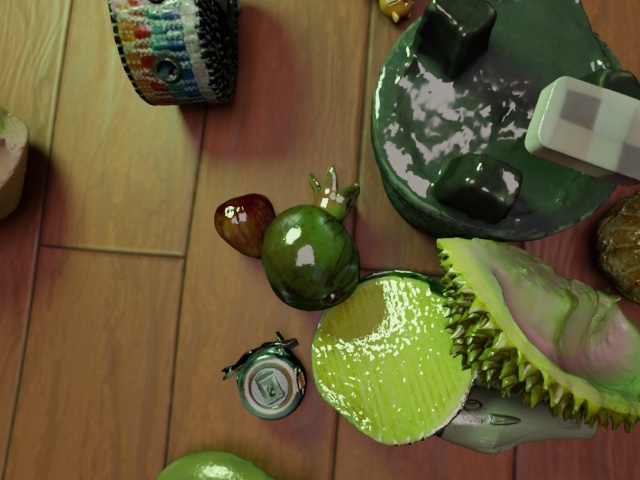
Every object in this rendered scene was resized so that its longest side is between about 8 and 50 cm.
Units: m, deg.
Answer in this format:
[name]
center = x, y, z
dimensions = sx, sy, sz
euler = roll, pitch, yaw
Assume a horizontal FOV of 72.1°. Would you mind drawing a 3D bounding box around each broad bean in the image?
[broad bean]
center = -0.116, 0.389, 0.593
dimensions = 0.263, 0.121, 0.189
euler = 9, 89, 20

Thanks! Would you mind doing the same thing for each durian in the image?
[durian]
center = 0.269, 0.106, 0.486
dimensions = 0.351, 0.158, 0.169
euler = 16, 88, -29

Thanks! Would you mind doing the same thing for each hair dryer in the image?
[hair dryer]
center = 0.270, 0.190, 0.600
dimensions = 0.218, 0.088, 0.225
euler = 25, 72, 0

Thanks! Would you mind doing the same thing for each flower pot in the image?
[flower pot]
center = 0.199, -0.146, 0.522
dimensions = 0.298, 0.283, 0.299
euler = 0, 85, 6

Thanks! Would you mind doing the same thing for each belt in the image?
[belt]
center = -0.195, -0.322, 0.610
dimensions = 0.149, 0.207, 0.258
euler = -1, 92, 2

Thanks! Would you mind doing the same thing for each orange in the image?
[orange]
center = 0.438, 0.007, 0.564
dimensions = 0.156, 0.134, 0.157
euler = 1, 77, -5

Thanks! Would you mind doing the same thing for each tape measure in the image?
[tape measure]
center = -0.065, 0.186, 0.573
dimensions = 0.104, 0.180, 0.107
euler = -31, 82, -15

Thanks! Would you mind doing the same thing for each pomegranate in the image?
[pomegranate]
center = 0.000, 0.000, 0.601
dimensions = 0.131, 0.152, 0.191
euler = 17, 65, 14

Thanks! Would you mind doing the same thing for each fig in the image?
[fig]
center = -0.099, -0.005, 0.642
dimensions = 0.088, 0.089, 0.125
euler = -19, 106, 3

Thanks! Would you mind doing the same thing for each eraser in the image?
[eraser]
center = 0.232, -0.090, 0.369
dimensions = 0.105, 0.026, 0.065
euler = 21, 86, 0

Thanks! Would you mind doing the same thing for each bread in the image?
[bread]
center = 0.095, 0.149, 0.591
dimensions = 0.228, 0.033, 0.229
euler = -9, 65, 19

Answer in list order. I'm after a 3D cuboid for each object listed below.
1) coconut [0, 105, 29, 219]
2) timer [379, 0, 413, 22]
[coconut]
center = -0.545, -0.117, 0.612
dimensions = 0.233, 0.245, 0.233
euler = -21, 46, 24
[timer]
center = 0.098, -0.403, 0.650
dimensions = 0.132, 0.132, 0.152
euler = -24, 106, 2
